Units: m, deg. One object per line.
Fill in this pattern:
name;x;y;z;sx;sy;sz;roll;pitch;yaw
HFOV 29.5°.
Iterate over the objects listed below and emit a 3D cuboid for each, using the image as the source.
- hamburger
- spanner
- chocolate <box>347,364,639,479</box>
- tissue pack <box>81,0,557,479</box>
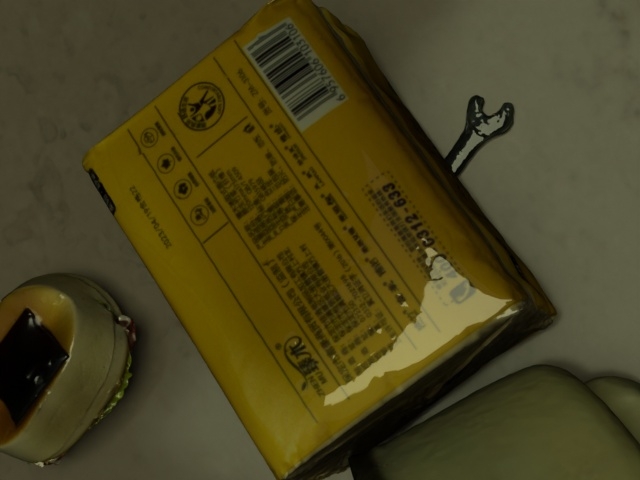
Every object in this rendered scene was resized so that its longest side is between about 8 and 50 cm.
hamburger;-0.298;0.140;1.319;0.173;0.116;0.210;36;98;21
spanner;0.116;-0.047;1.283;0.054;0.015;0.254;38;94;15
chocolate;0.214;0.281;1.090;0.297;0.314;0.326;-23;91;0
tissue pack;0.000;0.000;1.183;0.293;0.228;0.382;-37;70;9
